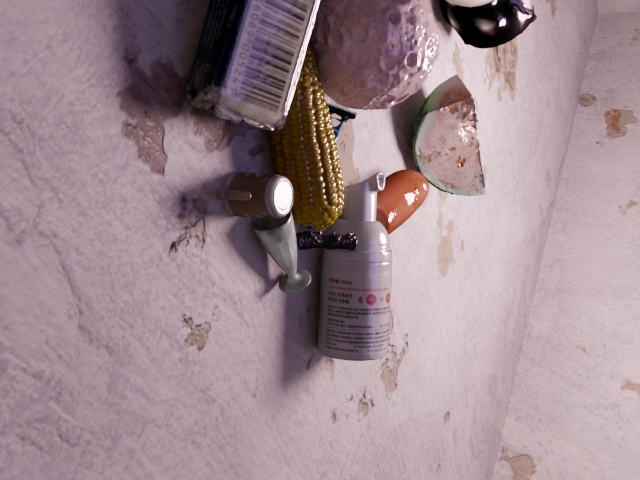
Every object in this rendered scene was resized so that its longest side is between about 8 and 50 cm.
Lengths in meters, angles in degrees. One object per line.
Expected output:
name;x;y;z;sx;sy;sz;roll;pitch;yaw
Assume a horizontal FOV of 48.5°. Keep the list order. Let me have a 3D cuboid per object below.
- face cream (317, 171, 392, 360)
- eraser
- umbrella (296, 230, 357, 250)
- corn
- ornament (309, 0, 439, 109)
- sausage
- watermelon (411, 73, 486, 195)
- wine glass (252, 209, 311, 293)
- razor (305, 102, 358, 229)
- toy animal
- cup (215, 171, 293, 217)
face cream;0.074;0.046;1.433;0.145;0.145;0.369;-3;97;-59
eraser;-0.090;-0.337;1.067;0.155;0.102;0.332;11;97;-43
umbrella;0.000;0.000;1.329;0.037;0.144;0.040;-118;-147;-61
corn;-0.036;-0.184;1.244;0.120;0.120;0.363;-41;124;-49
ornament;0.077;-0.360;1.278;0.225;0.259;0.259;-32;132;-6
sausage;0.157;-0.084;1.581;0.259;0.114;0.113;-40;128;-51
watermelon;0.333;-0.244;1.784;0.224;0.180;0.305;-47;137;-25
wine glass;-0.067;0.017;1.270;0.073;0.073;0.155;-56;143;-38
razor;0.007;-0.143;1.392;0.082;0.042;0.253;15;80;-16
toy animal;0.397;-0.655;1.789;0.310;0.251;0.250;41;59;-39
cup;-0.107;-0.080;1.155;0.102;0.099;0.074;41;59;-54
